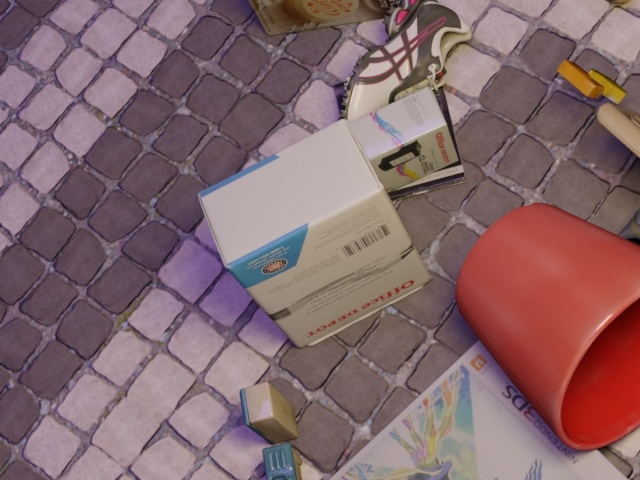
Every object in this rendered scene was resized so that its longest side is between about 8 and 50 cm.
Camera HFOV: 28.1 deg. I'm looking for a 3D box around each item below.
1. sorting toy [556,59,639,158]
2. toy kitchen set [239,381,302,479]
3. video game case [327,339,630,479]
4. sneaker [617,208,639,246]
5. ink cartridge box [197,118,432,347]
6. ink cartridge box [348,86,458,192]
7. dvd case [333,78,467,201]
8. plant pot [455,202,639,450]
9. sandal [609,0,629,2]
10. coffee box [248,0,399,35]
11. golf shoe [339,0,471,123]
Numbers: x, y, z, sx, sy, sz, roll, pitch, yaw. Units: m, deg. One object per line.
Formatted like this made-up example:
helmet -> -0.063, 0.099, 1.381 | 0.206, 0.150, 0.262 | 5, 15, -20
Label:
sorting toy -> 0.458, -0.130, 1.734 | 0.307, 0.229, 0.041 | 48, 117, 28
toy kitchen set -> -0.114, 0.323, 1.743 | 0.166, 0.122, 0.207 | -16, 64, 10
video game case -> 0.193, 0.337, 1.678 | 0.329, 0.036, 0.300 | -43, 57, -4
sneaker -> 0.512, 0.060, 1.694 | 0.121, 0.111, 0.300 | -39, 57, 11
ink cartridge box -> 0.000, 0.000, 1.746 | 0.223, 0.307, 0.129 | -28, 60, 4
ink cartridge box -> 0.102, -0.133, 1.851 | 0.175, 0.127, 0.072 | -25, 64, 4
dvd case -> 0.119, -0.165, 1.944 | 0.165, 0.018, 0.221 | -15, 63, 8
plant pot -> 0.323, 0.091, 1.647 | 0.275, 0.275, 0.243 | -43, 51, -5
sandal -> 0.468, -0.471, 1.955 | 0.079, 0.088, 0.240 | 1, 72, -17
coffee box -> 0.014, -0.416, 2.014 | 0.247, 0.141, 0.098 | -7, 65, 14
golf shoe -> 0.120, -0.250, 1.916 | 0.120, 0.105, 0.272 | 26, 76, 17
